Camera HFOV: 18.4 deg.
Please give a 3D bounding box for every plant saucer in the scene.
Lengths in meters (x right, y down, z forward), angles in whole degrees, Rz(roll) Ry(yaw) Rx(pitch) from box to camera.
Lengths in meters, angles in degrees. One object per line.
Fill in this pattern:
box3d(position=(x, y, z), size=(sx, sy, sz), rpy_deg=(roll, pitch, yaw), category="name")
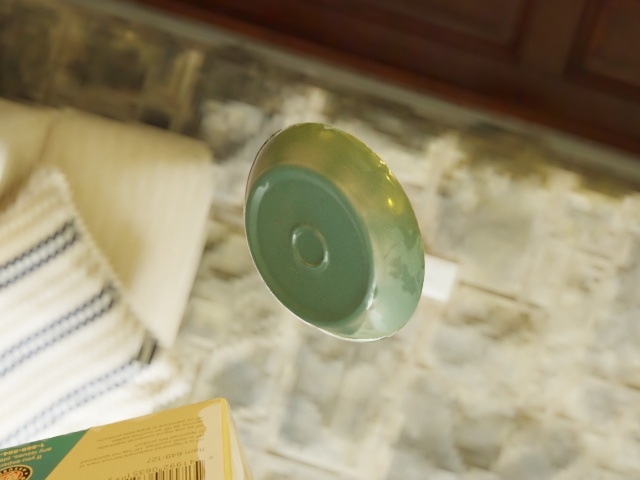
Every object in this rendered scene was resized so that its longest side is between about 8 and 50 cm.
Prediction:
box3d(position=(0.000, 0.000, 0.997), size=(0.021, 0.119, 0.119), rpy_deg=(-27, 143, -43), category="plant saucer")

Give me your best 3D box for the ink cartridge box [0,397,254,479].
box3d(position=(-0.109, 0.234, 1.090), size=(0.232, 0.171, 0.168), rpy_deg=(-96, 173, -60), category="ink cartridge box")
